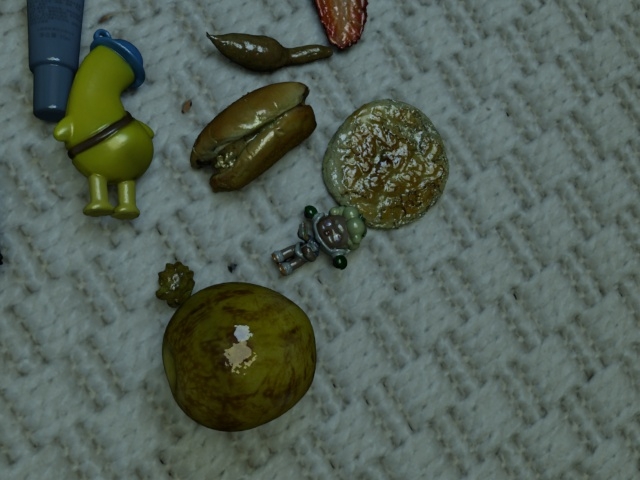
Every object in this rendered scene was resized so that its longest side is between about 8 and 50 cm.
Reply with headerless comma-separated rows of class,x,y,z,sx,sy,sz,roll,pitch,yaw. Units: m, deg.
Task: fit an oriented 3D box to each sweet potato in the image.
sweet potato,-0.103,-0.378,1.457,0.270,0.075,0.074,0,81,-23

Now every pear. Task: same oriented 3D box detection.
pear,-0.140,0.199,1.256,0.281,0.281,0.280,2,81,-12

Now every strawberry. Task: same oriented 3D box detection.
strawberry,0.042,-0.490,1.506,0.121,0.082,0.188,-2,91,8

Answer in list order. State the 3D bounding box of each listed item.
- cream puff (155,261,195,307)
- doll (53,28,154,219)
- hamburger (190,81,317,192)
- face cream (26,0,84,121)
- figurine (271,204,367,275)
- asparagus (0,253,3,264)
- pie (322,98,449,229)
cream puff,-0.273,0.083,1.351,0.083,0.058,0.083,45,74,-4
doll,-0.396,-0.223,1.324,0.199,0.145,0.363,5,75,-47
hamburger,-0.120,-0.217,1.382,0.283,0.156,0.144,-39,90,-13
face cream,-0.508,-0.417,1.370,0.136,0.086,0.385,2,77,-22
figurine,0.000,-0.001,1.405,0.197,0.093,0.147,-27,77,-14
asparagus,-0.646,-0.128,1.278,0.108,0.128,0.381,1,78,-49
pie,0.135,-0.158,1.480,0.274,0.055,0.274,1,86,-10
